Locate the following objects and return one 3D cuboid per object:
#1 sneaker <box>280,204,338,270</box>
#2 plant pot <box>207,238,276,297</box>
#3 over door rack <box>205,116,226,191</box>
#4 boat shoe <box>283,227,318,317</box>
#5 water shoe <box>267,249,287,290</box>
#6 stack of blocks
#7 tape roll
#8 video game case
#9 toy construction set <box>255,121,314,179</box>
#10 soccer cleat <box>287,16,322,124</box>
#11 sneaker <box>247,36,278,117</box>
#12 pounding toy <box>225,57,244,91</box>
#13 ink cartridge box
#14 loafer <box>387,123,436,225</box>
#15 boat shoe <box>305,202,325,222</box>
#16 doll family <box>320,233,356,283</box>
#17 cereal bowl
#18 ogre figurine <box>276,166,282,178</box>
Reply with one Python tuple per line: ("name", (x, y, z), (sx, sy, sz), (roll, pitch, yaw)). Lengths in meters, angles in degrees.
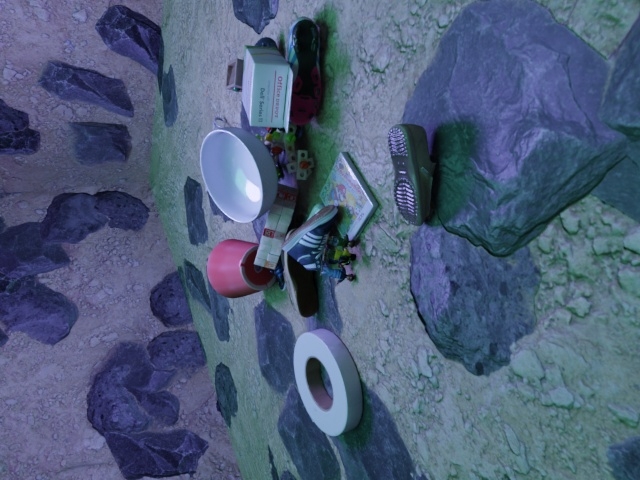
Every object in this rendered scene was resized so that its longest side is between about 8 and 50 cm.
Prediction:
("sneaker", (0.000, 0.000, 1.542), (0.153, 0.099, 0.282), (46, 132, -8))
("plant pot", (-0.329, 0.121, 2.025), (0.243, 0.275, 0.275), (-6, 94, 51))
("over door rack", (-0.493, -0.418, 2.246), (0.324, 0.108, 0.239), (-100, 23, -46))
("boat shoe", (-0.092, 0.120, 1.734), (0.110, 0.122, 0.341), (12, 110, 57))
("water shoe", (-0.190, 0.118, 1.941), (0.073, 0.080, 0.203), (-5, 94, 60))
("stack of blocks", (-0.172, -0.050, 1.775), (0.171, 0.087, 0.297), (-82, 11, -46))
("tape roll", (0.019, 0.527, 1.716), (0.392, 0.072, 0.392), (26, 121, 54))
("video game case", (0.082, -0.129, 1.457), (0.227, 0.026, 0.206), (63, 146, 27))
("toy construction set", (-0.154, -0.322, 1.677), (0.328, 0.151, 0.215), (15, 86, 48))
("soccer cleat", (-0.054, -0.553, 1.508), (0.143, 0.116, 0.331), (-107, 20, -60))
("sneaker", (-0.226, -0.616, 1.765), (0.131, 0.112, 0.319), (-89, 13, -63))
("pounding toy", (-0.343, -0.686, 1.969), (0.130, 0.100, 0.141), (14, 100, 57))
("ink cartridge box", (-0.185, -0.509, 1.530), (0.353, 0.119, 0.207), (-114, 28, -54))
("loafer", (0.236, -0.161, 1.127), (0.102, 0.092, 0.268), (34, 143, 53))
("boat shoe", (-0.012, -0.046, 1.616), (0.063, 0.066, 0.184), (58, 134, 34))
("doll family", (0.063, 0.064, 1.475), (0.193, 0.111, 0.076), (98, -178, -50))
("cereal bowl", (-0.268, -0.240, 1.623), (0.339, 0.141, 0.339), (25, 129, 35))
("ogre figurine", (-0.242, -0.295, 1.893), (0.197, 0.097, 0.118), (6, 110, 63))
